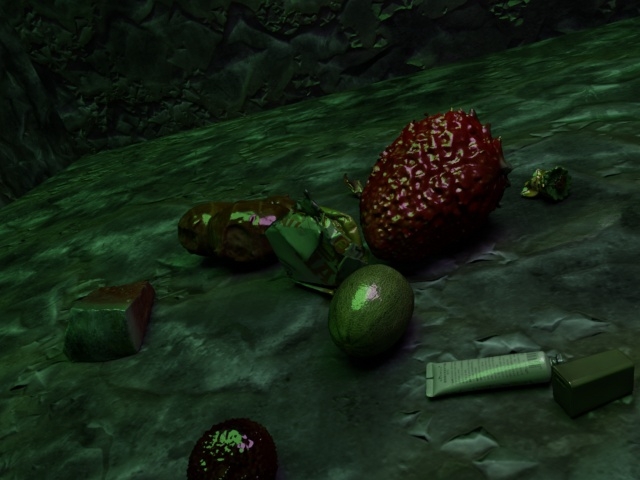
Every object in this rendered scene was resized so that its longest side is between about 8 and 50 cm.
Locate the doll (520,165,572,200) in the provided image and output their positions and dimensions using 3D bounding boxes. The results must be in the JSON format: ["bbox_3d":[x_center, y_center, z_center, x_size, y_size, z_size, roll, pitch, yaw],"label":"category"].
[{"bbox_3d":[0.519,-0.123,1.159,0.078,0.076,0.113,-55,3,-7],"label":"doll"}]

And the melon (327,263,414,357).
[{"bbox_3d":[0.090,0.115,0.877,0.139,0.139,0.192,2,36,35],"label":"melon"}]

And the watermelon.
[{"bbox_3d":[-0.481,0.163,1.196,0.193,0.140,0.257,-5,21,8],"label":"watermelon"}]

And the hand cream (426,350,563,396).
[{"bbox_3d":[0.251,0.194,0.744,0.194,0.042,0.067,-14,35,21],"label":"hand cream"}]

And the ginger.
[{"bbox_3d":[-0.182,-0.033,1.328,0.357,0.152,0.274,5,15,37],"label":"ginger"}]

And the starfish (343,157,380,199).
[{"bbox_3d":[0.167,-0.175,1.442,0.190,0.074,0.146,-20,28,-2],"label":"starfish"}]

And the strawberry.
[{"bbox_3d":[0.213,-0.119,1.073,0.343,0.292,0.292,-21,26,-18],"label":"strawberry"}]

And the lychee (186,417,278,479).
[{"bbox_3d":[-0.112,0.301,0.684,0.123,0.123,0.129,-2,-5,29],"label":"lychee"}]

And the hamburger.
[{"bbox_3d":[-0.002,-0.002,1.061,0.214,0.235,0.125,0,23,41],"label":"hamburger"}]

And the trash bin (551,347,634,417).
[{"bbox_3d":[0.358,0.184,0.666,0.092,0.061,0.043,-18,26,-3],"label":"trash bin"}]
